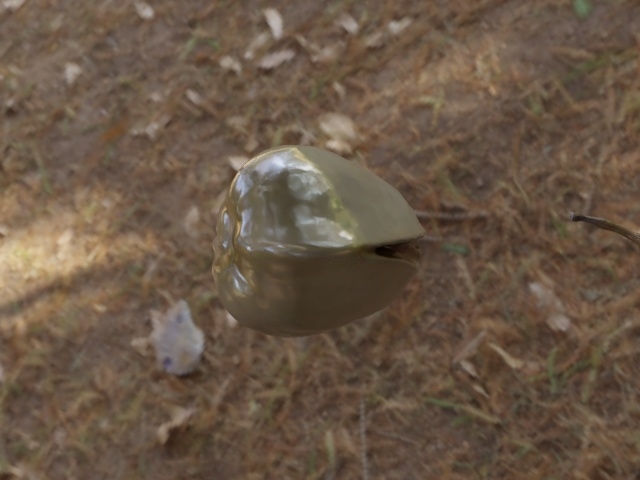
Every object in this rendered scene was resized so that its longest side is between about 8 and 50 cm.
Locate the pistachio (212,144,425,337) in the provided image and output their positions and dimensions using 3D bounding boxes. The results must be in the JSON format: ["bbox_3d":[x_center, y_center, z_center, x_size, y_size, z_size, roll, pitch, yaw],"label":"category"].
[{"bbox_3d":[0.000,0.000,0.656,0.113,0.149,0.113,3,94,42],"label":"pistachio"}]

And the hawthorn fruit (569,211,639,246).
[{"bbox_3d":[0.281,0.008,0.782,0.203,0.162,0.163,1,63,28],"label":"hawthorn fruit"}]
